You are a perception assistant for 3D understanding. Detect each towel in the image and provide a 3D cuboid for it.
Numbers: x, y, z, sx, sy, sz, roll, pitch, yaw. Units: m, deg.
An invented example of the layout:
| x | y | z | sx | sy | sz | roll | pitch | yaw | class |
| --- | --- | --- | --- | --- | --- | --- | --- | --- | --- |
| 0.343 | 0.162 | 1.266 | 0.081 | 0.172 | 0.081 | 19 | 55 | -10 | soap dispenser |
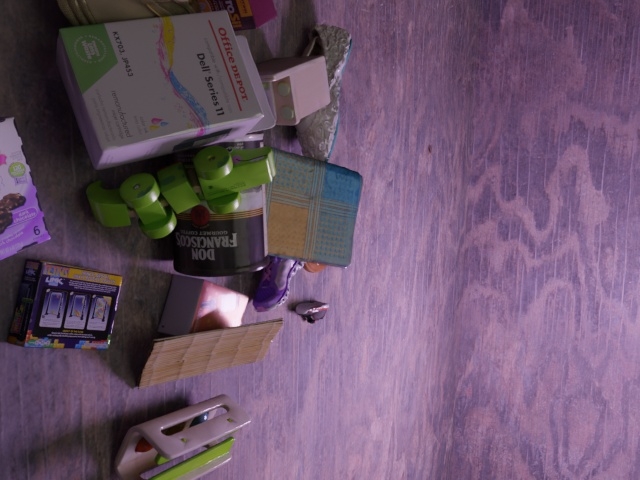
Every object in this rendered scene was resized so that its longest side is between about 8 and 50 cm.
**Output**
| x | y | z | sx | sy | sz | roll | pitch | yaw | class |
| --- | --- | --- | --- | --- | --- | --- | --- | --- | --- |
| -0.056 | -0.083 | 1.492 | 0.370 | 0.040 | 0.271 | 11 | 88 | -35 | towel |

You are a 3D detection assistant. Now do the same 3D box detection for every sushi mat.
| x | y | z | sx | sy | sz | roll | pitch | yaw | class |
| --- | --- | --- | --- | --- | --- | --- | --- | --- | --- |
| -0.230 | 0.237 | 1.243 | 0.317 | 0.019 | 0.151 | -4 | 137 | -40 | sushi mat |

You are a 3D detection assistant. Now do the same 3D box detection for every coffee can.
| x | y | z | sx | sy | sz | roll | pitch | yaw | class |
| --- | --- | --- | --- | --- | --- | --- | --- | --- | --- |
| -0.212 | -0.082 | 1.202 | 0.202 | 0.202 | 0.275 | -21 | 112 | -57 | coffee can |

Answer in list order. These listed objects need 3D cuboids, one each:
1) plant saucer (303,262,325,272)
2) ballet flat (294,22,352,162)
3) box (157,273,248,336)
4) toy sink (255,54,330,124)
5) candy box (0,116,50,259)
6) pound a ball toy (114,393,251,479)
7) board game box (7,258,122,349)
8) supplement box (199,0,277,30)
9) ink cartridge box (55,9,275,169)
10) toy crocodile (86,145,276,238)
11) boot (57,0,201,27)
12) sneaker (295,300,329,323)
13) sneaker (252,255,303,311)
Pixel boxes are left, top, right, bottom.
| x | y | z | sx | sy | sz | roll | pitch | yaw | class |
| --- | --- | --- | --- | --- | --- | --- | --- | --- | --- |
| 0.000 | 0.000 | 1.748 | 0.200 | 0.037 | 0.199 | -17 | 109 | -59 | plant saucer |
| -0.018 | -0.406 | 1.584 | 0.147 | 0.147 | 0.408 | 31 | 66 | -58 | ballet flat |
| -0.255 | 0.161 | 1.281 | 0.170 | 0.091 | 0.130 | 33 | 67 | -58 | box |
| -0.102 | -0.354 | 1.392 | 0.234 | 0.153 | 0.131 | -42 | 131 | -51 | toy sink |
| -0.503 | -0.066 | 0.830 | 0.165 | 0.070 | 0.196 | -37 | 127 | -52 | candy box |
| -0.320 | 0.455 | 1.219 | 0.319 | 0.136 | 0.208 | -1 | 121 | -60 | pound a ball toy |
| -0.436 | 0.115 | 1.004 | 0.170 | 0.048 | 0.141 | 22 | 74 | -59 | board game box |
| -0.196 | -0.481 | 1.167 | 0.081 | 0.188 | 0.104 | -52 | 138 | -42 | supplement box |
| -0.238 | -0.268 | 0.998 | 0.354 | 0.119 | 0.207 | -20 | 90 | -28 | ink cartridge box |
| -0.246 | -0.099 | 1.044 | 0.115 | 0.341 | 0.105 | 75 | -6 | -52 | toy crocodile |
| -0.317 | -0.401 | 1.007 | 0.262 | 0.204 | 0.095 | -96 | 169 | -82 | boot |
| -0.022 | 0.221 | 1.730 | 0.158 | 0.061 | 0.064 | 4 | 98 | -59 | sneaker |
| -0.121 | 0.080 | 1.508 | 0.104 | 0.095 | 0.236 | 63 | 38 | -34 | sneaker |
